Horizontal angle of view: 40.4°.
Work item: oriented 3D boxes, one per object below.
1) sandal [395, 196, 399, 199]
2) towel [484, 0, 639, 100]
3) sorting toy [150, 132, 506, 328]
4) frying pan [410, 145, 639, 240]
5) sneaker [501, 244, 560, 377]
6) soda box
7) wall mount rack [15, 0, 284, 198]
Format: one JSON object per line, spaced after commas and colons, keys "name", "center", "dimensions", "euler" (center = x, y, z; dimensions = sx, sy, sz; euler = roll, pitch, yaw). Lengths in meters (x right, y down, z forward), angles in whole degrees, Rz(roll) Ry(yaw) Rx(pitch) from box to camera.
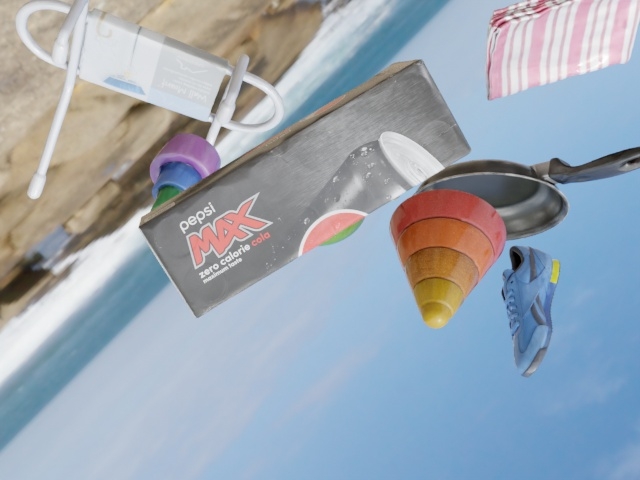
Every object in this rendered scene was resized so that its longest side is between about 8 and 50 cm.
{"name": "sandal", "center": [0.060, -0.106, 1.135], "dimensions": [0.072, 0.049, 0.180], "euler": [-19, -147, -2]}
{"name": "towel", "center": [0.297, -0.243, 1.059], "dimensions": [0.197, 0.029, 0.144], "euler": [-16, 148, 0]}
{"name": "sorting toy", "center": [0.000, 0.000, 0.852], "dimensions": [0.127, 0.366, 0.126], "euler": [108, -2, -47]}
{"name": "frying pan", "center": [0.224, -0.071, 1.026], "dimensions": [0.326, 0.197, 0.053], "euler": [126, -29, -63]}
{"name": "sneaker", "center": [0.282, 0.095, 1.227], "dimensions": [0.069, 0.082, 0.209], "euler": [121, -10, -53]}
{"name": "soda box", "center": [-0.010, -0.029, 0.462], "dimensions": [0.169, 0.060, 0.053], "euler": [-32, -169, -4]}
{"name": "wall mount rack", "center": [-0.237, -0.150, 1.113], "dimensions": [0.304, 0.350, 0.130], "euler": [124, -18, -53]}
